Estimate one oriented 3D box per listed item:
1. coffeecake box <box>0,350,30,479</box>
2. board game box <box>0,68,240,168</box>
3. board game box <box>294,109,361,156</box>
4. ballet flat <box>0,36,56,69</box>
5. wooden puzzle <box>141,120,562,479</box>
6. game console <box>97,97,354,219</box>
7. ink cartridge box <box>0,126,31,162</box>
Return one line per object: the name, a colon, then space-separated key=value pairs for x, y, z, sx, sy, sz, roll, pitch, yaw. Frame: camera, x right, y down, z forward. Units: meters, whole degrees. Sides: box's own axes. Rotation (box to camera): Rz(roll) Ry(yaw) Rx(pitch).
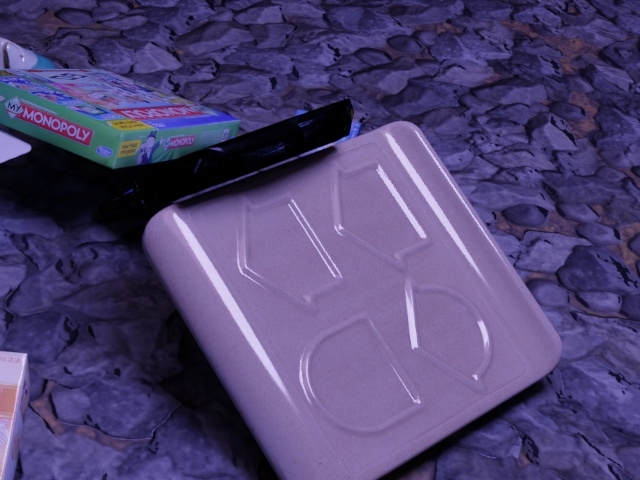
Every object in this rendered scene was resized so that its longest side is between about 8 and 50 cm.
coffeecake box: x=-0.332 y=0.185 z=1.049 sx=0.142 sy=0.068 sz=0.186 roll=6 pitch=54 yaw=-5
board game box: x=-0.255 y=-0.152 z=1.487 sx=0.213 sy=0.046 sz=0.317 roll=21 pitch=14 yaw=16
board game box: x=0.002 y=-0.136 z=1.646 sx=0.090 sy=0.020 sz=0.090 roll=12 pitch=36 yaw=6
ballet flat: x=-0.427 y=-0.212 z=1.595 sx=0.083 sy=0.087 sz=0.247 roll=25 pitch=38 yaw=21
wooden puzzle: x=0.033 y=0.066 z=1.251 sx=0.347 sy=0.080 sz=0.322 roll=-25 pitch=75 yaw=-33
game console: x=-0.137 y=-0.073 z=1.332 sx=0.213 sy=0.044 sz=0.361 roll=-23 pitch=5 yaw=-38
ink cartridge box: x=-0.498 y=-0.030 z=1.303 sx=0.207 sy=0.119 sz=0.353 roll=30 pitch=41 yaw=25
